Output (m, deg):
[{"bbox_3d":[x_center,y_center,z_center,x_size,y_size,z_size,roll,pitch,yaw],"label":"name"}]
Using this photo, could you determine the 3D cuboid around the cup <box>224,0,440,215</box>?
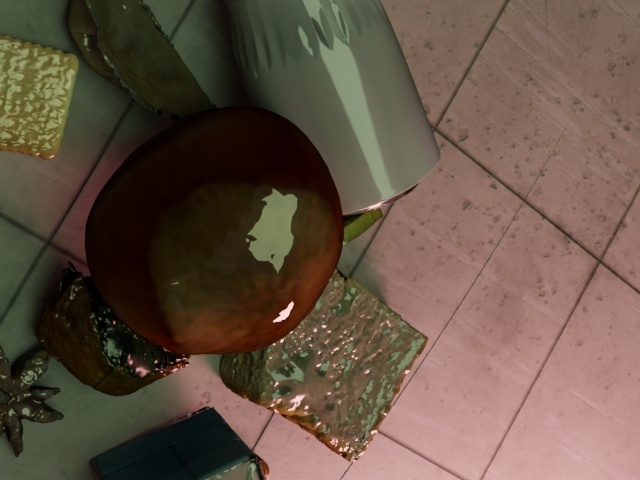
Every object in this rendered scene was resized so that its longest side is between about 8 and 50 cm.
[{"bbox_3d":[0.010,-0.232,1.828,0.253,0.253,0.371,-31,113,-22],"label":"cup"}]

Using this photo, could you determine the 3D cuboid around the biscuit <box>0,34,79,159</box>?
[{"bbox_3d":[-0.462,-0.209,1.664,0.250,0.030,0.160,10,96,-33],"label":"biscuit"}]

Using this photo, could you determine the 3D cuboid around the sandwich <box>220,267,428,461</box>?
[{"bbox_3d":[-0.004,0.178,1.981,0.325,0.131,0.262,36,83,-32],"label":"sandwich"}]

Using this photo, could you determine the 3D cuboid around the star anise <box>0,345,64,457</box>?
[{"bbox_3d":[-0.450,0.228,1.753,0.182,0.065,0.195,44,75,-31],"label":"star anise"}]

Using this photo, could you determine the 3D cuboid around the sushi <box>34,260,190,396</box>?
[{"bbox_3d":[-0.295,0.151,1.777,0.140,0.149,0.287,-49,121,1],"label":"sushi"}]

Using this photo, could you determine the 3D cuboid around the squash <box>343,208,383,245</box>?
[{"bbox_3d":[-0.003,-0.004,1.887,0.219,0.219,0.041,-32,96,-22],"label":"squash"}]

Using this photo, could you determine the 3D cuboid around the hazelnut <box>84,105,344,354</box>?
[{"bbox_3d":[-0.144,-0.013,1.670,0.366,0.366,0.365,-8,105,-30],"label":"hazelnut"}]

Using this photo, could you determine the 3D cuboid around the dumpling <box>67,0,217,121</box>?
[{"bbox_3d":[-0.280,-0.262,1.733,0.332,0.086,0.166,53,40,-29],"label":"dumpling"}]

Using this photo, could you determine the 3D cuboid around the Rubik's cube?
[{"bbox_3d":[-0.199,0.422,1.847,0.231,0.225,0.221,-23,110,-17],"label":"Rubik's cube"}]

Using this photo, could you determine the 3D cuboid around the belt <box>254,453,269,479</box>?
[{"bbox_3d":[-0.117,0.399,2.018,0.059,0.036,0.083,31,86,-34],"label":"belt"}]
